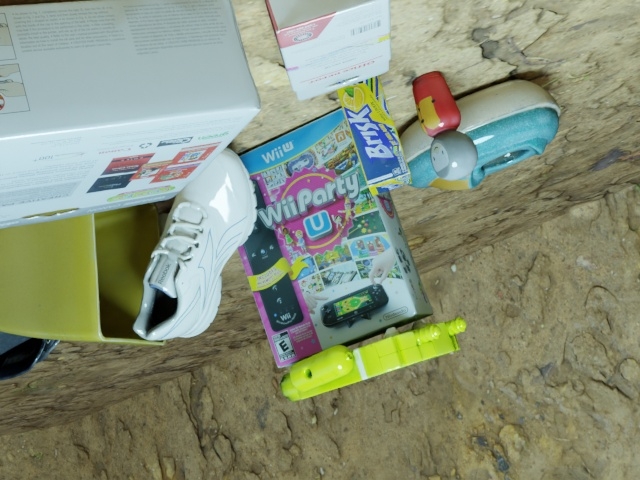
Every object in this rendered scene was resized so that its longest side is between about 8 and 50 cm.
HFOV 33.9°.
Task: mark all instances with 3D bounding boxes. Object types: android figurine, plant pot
[{"bbox_3d":[0.077,0.160,1.449,0.273,0.056,0.248,-27,168,41],"label":"android figurine"},{"bbox_3d":[-0.351,0.047,1.479,0.187,0.212,0.212,-7,171,15],"label":"plant pot"}]

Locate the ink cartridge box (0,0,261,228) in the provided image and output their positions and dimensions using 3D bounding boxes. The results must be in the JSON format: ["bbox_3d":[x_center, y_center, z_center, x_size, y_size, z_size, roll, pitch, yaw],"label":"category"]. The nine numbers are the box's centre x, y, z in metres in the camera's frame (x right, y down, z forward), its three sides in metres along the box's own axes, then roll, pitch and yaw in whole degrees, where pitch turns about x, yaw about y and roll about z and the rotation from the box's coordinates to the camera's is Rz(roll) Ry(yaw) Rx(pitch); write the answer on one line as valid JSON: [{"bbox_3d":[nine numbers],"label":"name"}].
[{"bbox_3d":[-0.257,-0.114,1.021,0.310,0.130,0.272,-11,168,-29],"label":"ink cartridge box"}]

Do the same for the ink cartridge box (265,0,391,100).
[{"bbox_3d":[0.010,-0.219,1.089,0.115,0.067,0.198,-18,166,0],"label":"ink cartridge box"}]

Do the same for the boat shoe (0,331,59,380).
[{"bbox_3d":[-0.498,0.140,1.676,0.187,0.156,0.500,-22,178,29],"label":"boat shoe"}]

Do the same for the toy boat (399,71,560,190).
[{"bbox_3d":[0.213,-0.142,1.534,0.268,0.148,0.318,-22,168,21],"label":"toy boat"}]

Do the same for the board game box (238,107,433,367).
[{"bbox_3d":[0.000,0.000,1.485,0.224,0.303,0.097,-23,168,20],"label":"board game box"}]

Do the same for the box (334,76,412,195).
[{"bbox_3d":[0.059,-0.143,1.256,0.054,0.168,0.059,-19,168,5],"label":"box"}]

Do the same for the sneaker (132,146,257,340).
[{"bbox_3d":[-0.173,0.013,1.430,0.111,0.297,0.129,22,-162,17],"label":"sneaker"}]

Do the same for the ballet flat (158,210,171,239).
[{"bbox_3d":[-0.270,0.023,1.662,0.342,0.116,0.124,-33,148,34],"label":"ballet flat"}]
